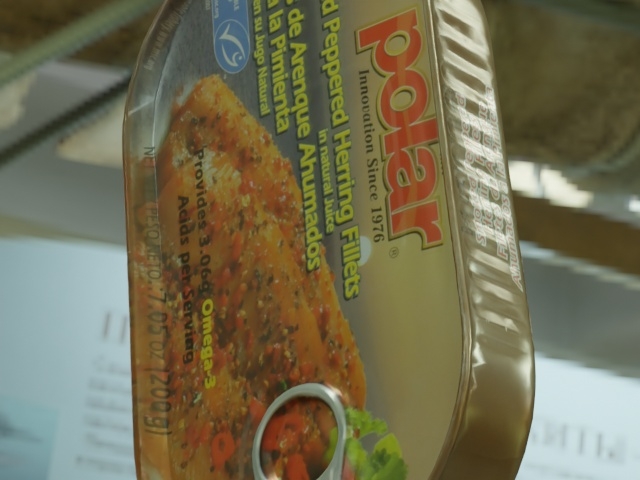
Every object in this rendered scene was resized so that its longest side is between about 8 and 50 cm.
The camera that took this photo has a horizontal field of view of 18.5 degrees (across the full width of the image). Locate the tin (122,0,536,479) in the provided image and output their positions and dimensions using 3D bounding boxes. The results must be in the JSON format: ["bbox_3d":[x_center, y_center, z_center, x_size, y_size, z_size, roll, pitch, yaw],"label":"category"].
[{"bbox_3d":[0.000,0.000,0.491,0.040,0.189,0.106,21,-35,-41],"label":"tin"}]
